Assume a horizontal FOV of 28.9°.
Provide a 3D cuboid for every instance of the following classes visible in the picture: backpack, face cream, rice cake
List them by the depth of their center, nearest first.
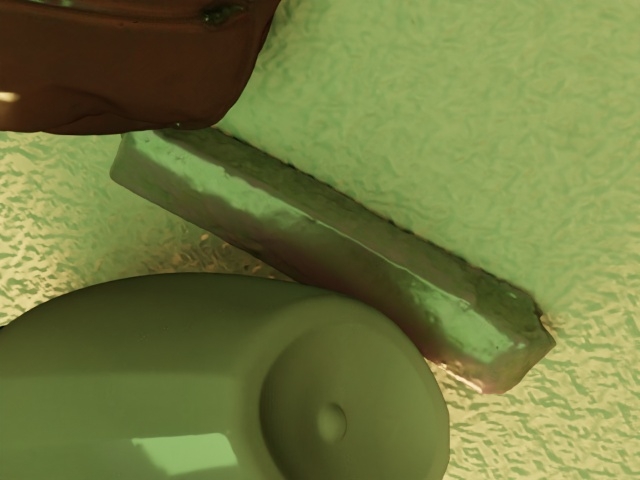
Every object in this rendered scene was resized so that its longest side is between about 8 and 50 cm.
[{"bbox_3d":[-0.177,-0.190,0.768,0.317,0.197,0.283,10,125,-4],"label":"backpack"},{"bbox_3d":[-0.110,0.140,0.885,0.357,0.312,0.219,-12,71,41],"label":"face cream"},{"bbox_3d":[0.000,0.000,0.892,0.365,0.056,0.072,30,123,2],"label":"rice cake"}]
